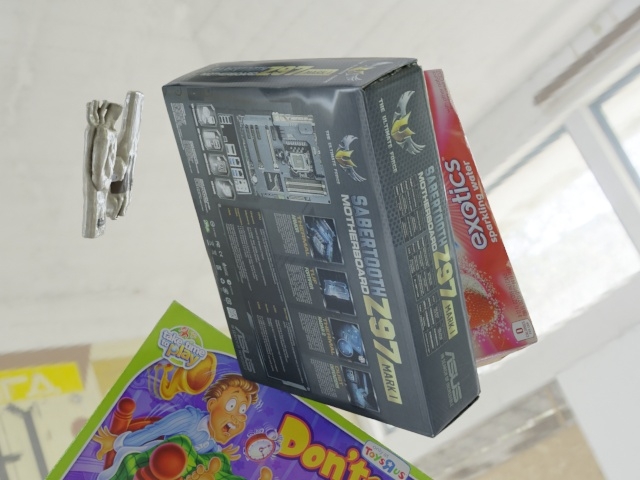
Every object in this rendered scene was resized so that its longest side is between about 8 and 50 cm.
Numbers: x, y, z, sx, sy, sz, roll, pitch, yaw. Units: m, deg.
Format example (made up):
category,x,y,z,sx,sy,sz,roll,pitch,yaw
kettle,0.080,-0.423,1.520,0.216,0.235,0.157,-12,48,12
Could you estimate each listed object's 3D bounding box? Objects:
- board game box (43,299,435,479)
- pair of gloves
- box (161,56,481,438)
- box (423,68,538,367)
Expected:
category,x,y,z,sx,sy,sz,roll,pitch,yaw
board game box,-0.055,0.247,0.849,0.233,0.347,0.078,-58,6,-31
pair of gloves,-0.315,-0.119,1.475,0.042,0.204,0.240,10,14,2
box,0.000,0.000,0.646,0.183,0.232,0.059,9,31,45
box,0.065,-0.005,0.851,0.128,0.256,0.123,-11,-14,-26
